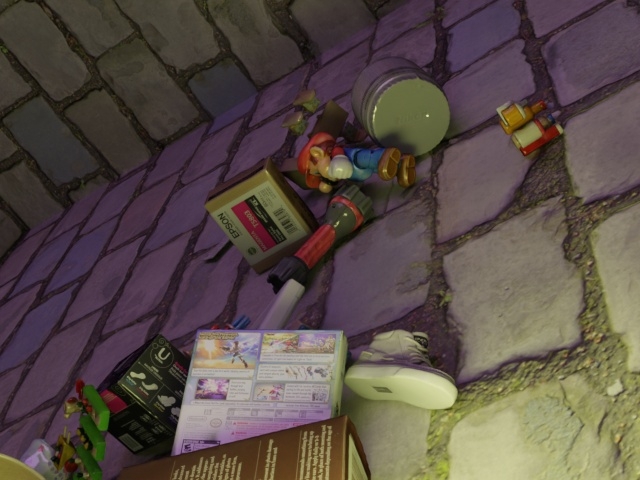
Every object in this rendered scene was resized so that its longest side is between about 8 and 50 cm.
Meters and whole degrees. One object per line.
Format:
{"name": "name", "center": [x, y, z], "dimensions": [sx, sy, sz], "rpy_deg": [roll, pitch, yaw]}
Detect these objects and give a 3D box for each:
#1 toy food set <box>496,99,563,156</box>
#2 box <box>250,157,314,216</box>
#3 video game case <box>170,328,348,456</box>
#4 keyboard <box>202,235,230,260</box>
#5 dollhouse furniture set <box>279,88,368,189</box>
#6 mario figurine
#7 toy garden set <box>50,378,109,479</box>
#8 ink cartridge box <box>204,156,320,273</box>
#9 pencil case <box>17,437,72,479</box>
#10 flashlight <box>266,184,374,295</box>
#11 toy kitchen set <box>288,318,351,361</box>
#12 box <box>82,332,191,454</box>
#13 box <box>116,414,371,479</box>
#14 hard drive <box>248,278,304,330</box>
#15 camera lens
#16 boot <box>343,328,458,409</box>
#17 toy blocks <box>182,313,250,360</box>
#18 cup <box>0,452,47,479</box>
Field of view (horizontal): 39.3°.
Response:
{"name": "toy food set", "center": [0.447, -0.253, 1.897], "dimensions": [0.104, 0.111, 0.232], "rpy_deg": [-32, -9, 9]}
{"name": "box", "center": [-0.148, -0.099, 2.435], "dimensions": [0.165, 0.143, 0.270], "rpy_deg": [-39, 22, -1]}
{"name": "video game case", "center": [-0.099, 0.271, 1.513], "dimensions": [0.269, 0.061, 0.244], "rpy_deg": [-1, 59, 15]}
{"name": "keyboard", "center": [-0.245, -0.031, 2.597], "dimensions": [0.256, 0.014, 0.072], "rpy_deg": [-49, 11, -26]}
{"name": "dollhouse furniture set", "center": [0.014, -0.268, 2.454], "dimensions": [0.161, 0.212, 0.242], "rpy_deg": [1, 61, 57]}
{"name": "mario figurine", "center": [0.072, -0.161, 2.213], "dimensions": [0.320, 0.198, 0.170], "rpy_deg": [8, 51, 42]}
{"name": "toy garden set", "center": [-0.493, 0.404, 1.808], "dimensions": [0.049, 0.244, 0.204], "rpy_deg": [-1, 21, -33]}
{"name": "ink cartridge box", "center": [-0.143, -0.060, 2.231], "dimensions": [0.193, 0.235, 0.088], "rpy_deg": [-30, 22, 17]}
{"name": "pencil case", "center": [-0.663, 0.559, 1.931], "dimensions": [0.124, 0.113, 0.273], "rpy_deg": [19, 55, 37]}
{"name": "flashlight", "center": [0.000, 0.000, 2.087], "dimensions": [0.103, 0.103, 0.304], "rpy_deg": [9, 48, 50]}
{"name": "toy kitchen set", "center": [-0.028, 0.278, 1.609], "dimensions": [0.207, 0.122, 0.166], "rpy_deg": [-57, 23, 2]}
{"name": "box", "center": [-0.351, 0.317, 1.826], "dimensions": [0.247, 0.163, 0.142], "rpy_deg": [-34, 15, 53]}
{"name": "box", "center": [-0.121, 0.404, 1.312], "dimensions": [0.381, 0.143, 0.191], "rpy_deg": [-14, 27, 11]}
{"name": "hard drive", "center": [-0.157, 0.258, 1.764], "dimensions": [0.233, 0.047, 0.353], "rpy_deg": [-51, 6, 46]}
{"name": "camera lens", "center": [0.204, -0.346, 2.313], "dimensions": [0.219, 0.219, 0.274], "rpy_deg": [-34, 23, 6]}
{"name": "boot", "center": [0.147, 0.200, 1.482], "dimensions": [0.258, 0.095, 0.123], "rpy_deg": [-4, 45, 54]}
{"name": "toy blocks", "center": [-0.232, 0.223, 2.044], "dimensions": [0.148, 0.054, 0.123], "rpy_deg": [-45, 24, -20]}
{"name": "cup", "center": [-0.668, 0.594, 1.676], "dimensions": [0.237, 0.331, 0.331], "rpy_deg": [-56, 13, 27]}
